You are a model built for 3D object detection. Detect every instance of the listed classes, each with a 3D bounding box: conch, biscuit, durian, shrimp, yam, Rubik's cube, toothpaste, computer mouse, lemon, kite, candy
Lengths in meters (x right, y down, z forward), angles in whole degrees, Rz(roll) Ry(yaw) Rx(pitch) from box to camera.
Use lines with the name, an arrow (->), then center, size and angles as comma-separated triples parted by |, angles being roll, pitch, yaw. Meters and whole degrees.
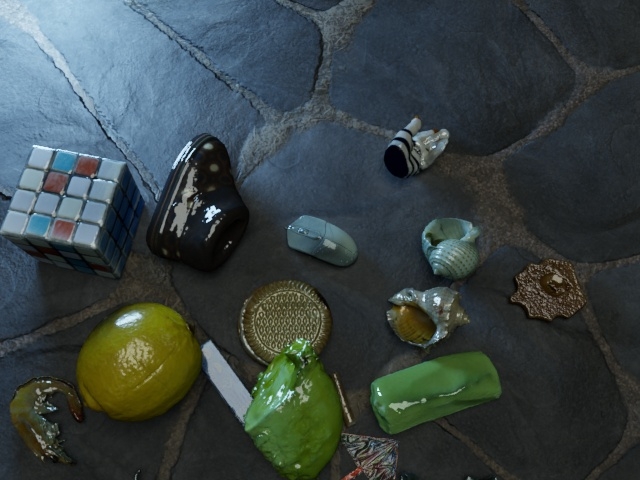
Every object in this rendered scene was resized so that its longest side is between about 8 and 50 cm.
conch -> 0.284, 0.205, 1.715 | 0.245, 0.163, 0.178 | 15, 51, 33
biscuit -> -0.096, 0.224, 1.719 | 0.259, 0.079, 0.259 | 1, 71, -3
durian -> -0.062, 0.429, 1.578 | 0.256, 0.204, 0.340 | -39, 115, -21
shrimp -> -0.682, 0.453, 1.625 | 0.253, 0.058, 0.173 | 41, 65, 12
conch -> 0.370, 0.032, 1.788 | 0.172, 0.131, 0.200 | 29, 40, 33
yam -> 0.058, 0.421, 1.689 | 0.032, 0.032, 0.145 | -16, 72, -9
Rubik's cube -> -0.644, -0.071, 1.694 | 0.253, 0.256, 0.259 | 10, 70, 1
biscuit -> 0.637, 0.146, 1.813 | 0.215, 0.034, 0.182 | -13, 72, -5
toothpaste -> -0.237, 0.389, 1.672 | 0.066, 0.053, 0.272 | -35, 76, -18
computer mouse -> 0.002, -0.001, 1.807 | 0.229, 0.068, 0.113 | 23, 70, 4
lemon -> -0.446, 0.300, 1.569 | 0.297, 0.297, 0.297 | 1, 71, -3
kite -> 0.126, 0.571, 1.652 | 0.189, 0.009, 0.232 | -34, 75, -12
candy -> 0.298, 0.393, 1.669 | 0.343, 0.132, 0.142 | -14, 30, -10

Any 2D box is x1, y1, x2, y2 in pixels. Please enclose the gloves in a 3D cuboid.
gloves -> 0.286, -0.274, 1.901 | 0.140, 0.131, 0.218 | 44, 44, 13

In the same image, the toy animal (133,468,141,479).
toy animal -> -0.538, 0.678, 1.538 | 0.269, 0.082, 0.137 | -25, 75, -10

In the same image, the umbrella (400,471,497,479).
umbrella -> 0.357, 0.661, 1.593 | 0.348, 0.094, 0.143 | 5, 75, -4

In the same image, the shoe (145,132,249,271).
shoe -> -0.306, -0.105, 1.768 | 0.237, 0.171, 0.384 | 17, 72, 10
